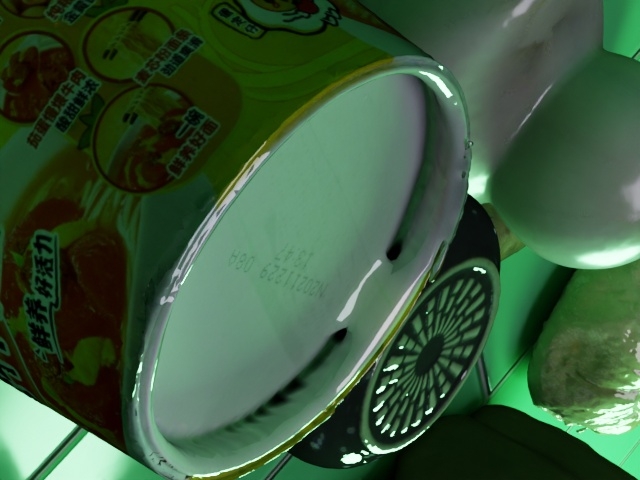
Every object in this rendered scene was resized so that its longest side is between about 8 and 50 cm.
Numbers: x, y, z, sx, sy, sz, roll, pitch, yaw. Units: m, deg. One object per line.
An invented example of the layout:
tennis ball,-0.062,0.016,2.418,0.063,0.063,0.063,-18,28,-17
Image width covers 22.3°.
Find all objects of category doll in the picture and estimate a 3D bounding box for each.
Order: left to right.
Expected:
doll,0.129,-0.084,0.970,0.221,0.221,0.251,-45,151,-21

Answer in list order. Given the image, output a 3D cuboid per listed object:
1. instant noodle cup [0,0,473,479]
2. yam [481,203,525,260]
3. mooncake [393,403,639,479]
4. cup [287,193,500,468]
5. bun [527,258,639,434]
instant noodle cup,-0.075,-0.031,0.703,0.264,0.200,0.264,-38,148,-30
yam,0.145,-0.030,1.195,0.371,0.083,0.083,-29,142,-44
mooncake,0.120,0.325,1.422,0.378,0.201,0.378,-45,153,-30
cup,0.000,0.000,0.883,0.169,0.177,0.223,-25,136,-43
bun,0.294,0.090,1.504,0.220,0.134,0.220,-39,147,-32
